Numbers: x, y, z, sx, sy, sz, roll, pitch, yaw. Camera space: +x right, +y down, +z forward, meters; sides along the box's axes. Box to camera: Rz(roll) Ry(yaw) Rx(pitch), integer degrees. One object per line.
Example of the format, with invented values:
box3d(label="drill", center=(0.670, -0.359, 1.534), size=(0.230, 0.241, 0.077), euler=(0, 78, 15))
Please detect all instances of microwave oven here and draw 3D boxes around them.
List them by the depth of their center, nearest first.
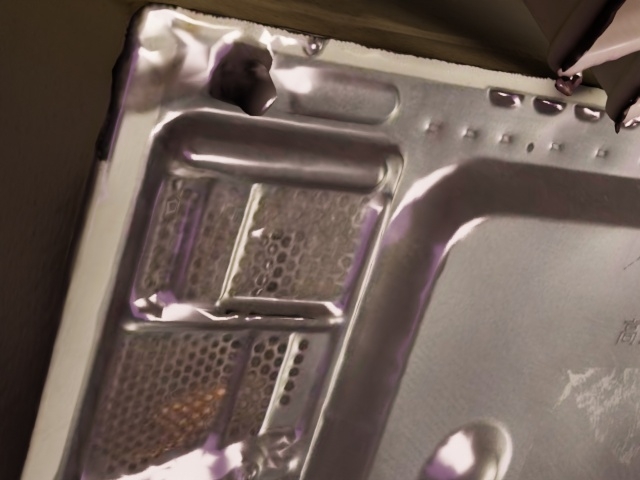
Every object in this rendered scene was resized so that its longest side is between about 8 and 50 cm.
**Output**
box3d(label="microwave oven", center=(0.000, 0.000, 0.558), size=(0.394, 0.333, 0.247), euler=(4, 114, -37))

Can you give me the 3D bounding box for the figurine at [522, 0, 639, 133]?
box3d(label="figurine", center=(0.052, -0.175, 0.376), size=(0.143, 0.308, 0.308), euler=(-35, 129, 0))
